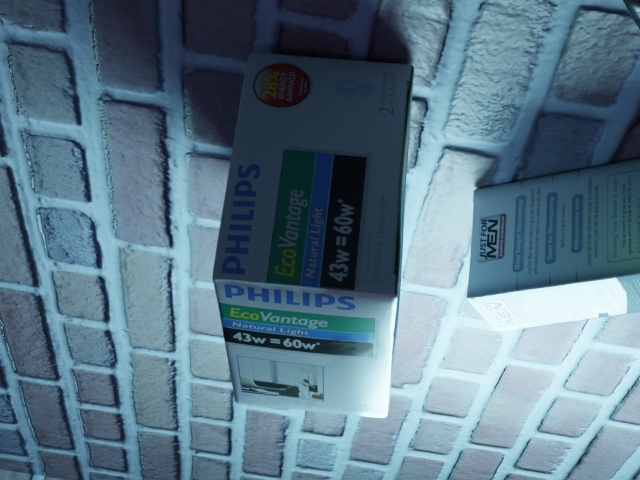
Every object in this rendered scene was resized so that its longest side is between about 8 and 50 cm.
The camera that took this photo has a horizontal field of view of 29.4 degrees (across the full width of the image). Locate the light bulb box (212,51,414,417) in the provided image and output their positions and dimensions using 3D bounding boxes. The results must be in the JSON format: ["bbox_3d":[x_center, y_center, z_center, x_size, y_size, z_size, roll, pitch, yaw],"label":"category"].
[{"bbox_3d":[0.000,0.000,1.640,0.225,0.358,0.361,4,149,3],"label":"light bulb box"}]

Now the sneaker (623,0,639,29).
[{"bbox_3d":[0.476,-0.294,1.278,0.139,0.125,0.340,38,135,-24],"label":"sneaker"}]

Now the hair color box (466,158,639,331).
[{"bbox_3d":[0.400,0.000,1.704,0.374,0.185,0.113,-10,145,27],"label":"hair color box"}]
